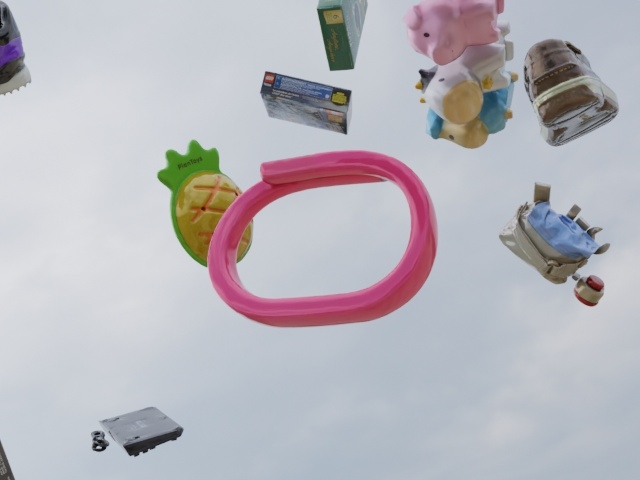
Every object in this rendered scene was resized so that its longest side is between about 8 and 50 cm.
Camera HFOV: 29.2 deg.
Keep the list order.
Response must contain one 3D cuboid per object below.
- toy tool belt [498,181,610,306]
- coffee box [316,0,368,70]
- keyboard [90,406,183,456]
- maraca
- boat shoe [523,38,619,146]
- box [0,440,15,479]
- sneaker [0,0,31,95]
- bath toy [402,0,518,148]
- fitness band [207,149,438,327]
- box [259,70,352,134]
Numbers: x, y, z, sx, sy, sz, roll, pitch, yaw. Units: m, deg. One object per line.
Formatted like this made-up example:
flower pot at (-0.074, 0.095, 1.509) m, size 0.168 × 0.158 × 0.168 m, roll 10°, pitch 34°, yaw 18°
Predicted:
toy tool belt at (0.167, 0.002, 0.832) m, size 0.051 × 0.083 × 0.052 m, roll -57°, pitch -13°, yaw 31°
coffee box at (0.034, -0.348, 1.827) m, size 0.040 × 0.184 × 0.113 m, roll -2°, pitch -48°, yaw 13°
keyboard at (-0.245, 0.249, 1.580) m, size 0.108 × 0.023 × 0.180 m, roll -14°, pitch 5°, yaw -19°
maraca at (-0.160, -0.049, 1.723) m, size 0.127 × 0.185 × 0.099 m, roll -28°, pitch 7°, yaw -38°
boat shoe at (0.275, -0.173, 1.378) m, size 0.095 × 0.095 × 0.257 m, roll -25°, pitch -9°, yaw 10°
box at (-0.366, 0.216, 1.194) m, size 0.077 × 0.242 × 0.307 m, roll -27°, pitch -57°, yaw -27°
sneaker at (-0.501, -0.236, 1.578) m, size 0.293 × 0.102 × 0.146 m, roll -38°, pitch -42°, yaw -49°
bath toy at (0.164, -0.267, 1.551) m, size 0.129 × 0.151 × 0.348 m, roll 3°, pitch -35°, yaw 18°
fitness band at (0.000, 0.000, 1.458) m, size 0.291 × 0.209 × 0.054 m, roll -6°, pitch -22°, yaw 24°
box at (-0.013, -0.147, 1.328) m, size 0.094 × 0.027 × 0.137 m, roll 14°, pitch -4°, yaw 2°
